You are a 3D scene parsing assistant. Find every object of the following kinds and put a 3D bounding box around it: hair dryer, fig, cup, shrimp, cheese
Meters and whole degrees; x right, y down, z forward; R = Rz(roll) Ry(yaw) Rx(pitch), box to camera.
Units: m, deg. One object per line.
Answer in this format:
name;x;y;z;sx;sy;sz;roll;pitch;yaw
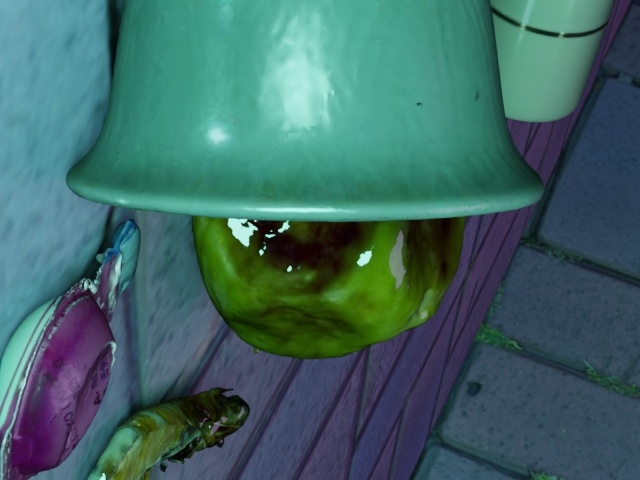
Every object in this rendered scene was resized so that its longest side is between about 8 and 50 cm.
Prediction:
hair dryer;0.233;-0.291;1.505;0.362;0.128;0.203;-67;171;-51
fig;0.000;0.000;0.859;0.154;0.144;0.166;-17;161;-33
cup;-0.006;-0.094;0.631;0.199;0.199;0.150;-30;121;-72
shrimp;-0.102;0.159;0.914;0.195;0.035;0.148;-15;124;-67
cheese;-0.110;0.048;0.683;0.145;0.038;0.095;-65;171;-47
